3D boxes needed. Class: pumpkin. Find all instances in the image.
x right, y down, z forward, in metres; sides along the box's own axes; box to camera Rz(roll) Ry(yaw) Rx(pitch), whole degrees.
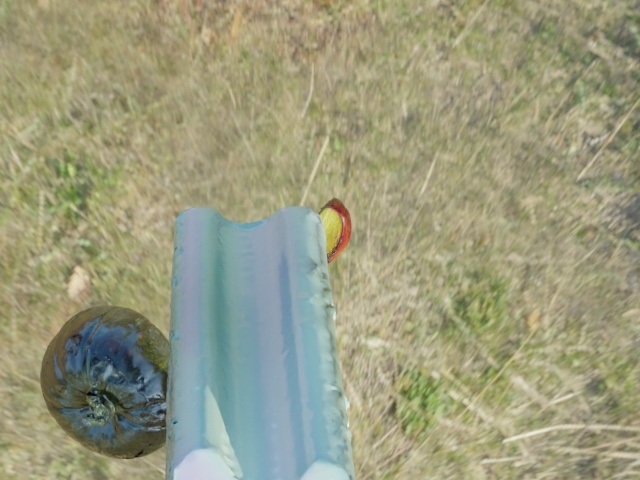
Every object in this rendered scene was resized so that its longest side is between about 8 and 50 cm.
[{"bbox_3d":[-0.304,0.214,1.829,0.238,0.238,0.159,35,34,8],"label":"pumpkin"}]

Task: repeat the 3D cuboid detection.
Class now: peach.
[{"bbox_3d":[0.000,0.000,1.305,0.050,0.077,0.083,45,53,0],"label":"peach"}]

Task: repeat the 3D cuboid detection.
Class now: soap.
[{"bbox_3d":[-0.061,0.196,1.108,0.156,0.261,0.446,1,37,-7],"label":"soap"}]
